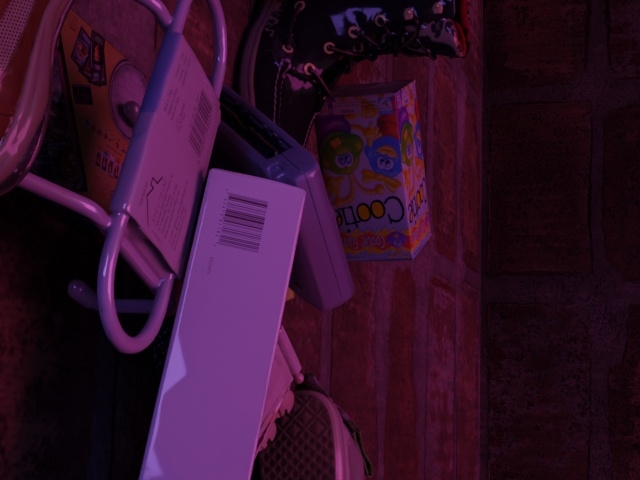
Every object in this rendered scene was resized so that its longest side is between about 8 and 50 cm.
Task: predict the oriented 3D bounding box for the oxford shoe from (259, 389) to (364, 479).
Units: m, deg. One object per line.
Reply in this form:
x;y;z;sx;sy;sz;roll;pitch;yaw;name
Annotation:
-0.012;0.428;1.330;0.130;0.169;0.450;49;39;-63;oxford shoe

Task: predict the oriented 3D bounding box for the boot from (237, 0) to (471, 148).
0.052;-0.261;1.355;0.138;0.284;0.378;59;34;-54;boot

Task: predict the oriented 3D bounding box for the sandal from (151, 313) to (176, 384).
-0.145;0.170;1.117;0.067;0.040;0.179;-22;95;-26;sandal

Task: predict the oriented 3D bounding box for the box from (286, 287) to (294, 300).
-0.074;-0.002;1.351;0.109;0.042;0.178;-17;106;-70;box

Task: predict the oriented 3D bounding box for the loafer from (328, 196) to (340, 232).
0.000;0.000;1.551;0.061;0.062;0.170;-102;-173;-71;loafer

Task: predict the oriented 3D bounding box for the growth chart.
-0.088;0.215;1.232;0.237;0.021;0.172;-55;150;-35;growth chart

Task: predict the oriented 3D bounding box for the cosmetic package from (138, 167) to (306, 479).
-0.109;0.156;0.945;0.284;0.097;0.377;130;-28;-72;cosmetic package

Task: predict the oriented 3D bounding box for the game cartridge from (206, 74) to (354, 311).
-0.061;-0.051;1.107;0.294;0.060;0.196;43;-28;49;game cartridge

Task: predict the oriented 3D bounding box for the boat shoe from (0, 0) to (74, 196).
-0.223;-0.186;0.633;0.120;0.122;0.324;49;38;-62;boat shoe

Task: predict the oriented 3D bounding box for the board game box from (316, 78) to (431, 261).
0.091;-0.117;1.668;0.144;0.142;0.275;-44;129;-64;board game box

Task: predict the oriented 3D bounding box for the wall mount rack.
-0.187;-0.096;0.810;0.304;0.130;0.350;64;32;-57;wall mount rack

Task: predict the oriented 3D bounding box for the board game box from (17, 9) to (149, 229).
-0.239;-0.122;0.898;0.243;0.042;0.165;42;50;-64;board game box

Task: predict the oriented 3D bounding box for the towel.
0.027;0.274;1.497;0.023;0.152;0.113;-32;132;-15;towel
